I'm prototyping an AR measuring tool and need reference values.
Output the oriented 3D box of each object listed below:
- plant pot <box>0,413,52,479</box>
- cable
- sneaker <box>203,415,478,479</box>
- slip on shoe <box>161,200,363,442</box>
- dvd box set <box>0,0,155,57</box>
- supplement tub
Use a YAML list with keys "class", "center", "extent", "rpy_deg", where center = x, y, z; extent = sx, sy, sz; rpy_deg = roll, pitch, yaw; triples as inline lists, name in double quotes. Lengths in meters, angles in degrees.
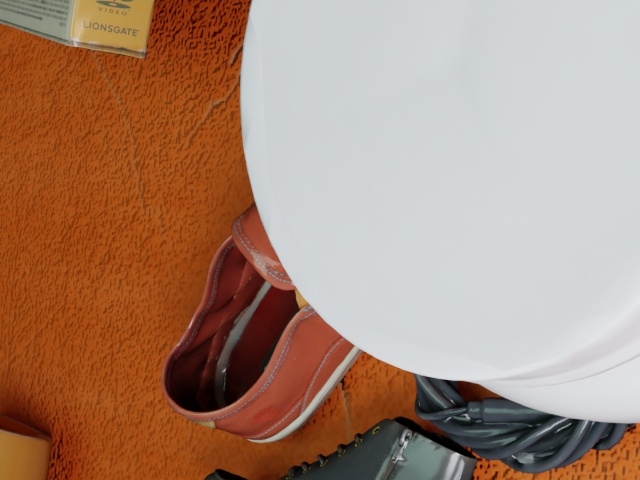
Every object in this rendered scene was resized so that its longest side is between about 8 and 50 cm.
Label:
- class: "plant pot"
  center: [-0.314, 0.231, 1.094]
  extent: [0.205, 0.205, 0.188]
  rpy_deg: [13, 82, 44]
- class: "cable"
  center: [0.124, 0.058, 0.770]
  extent: [0.184, 0.047, 0.151]
  rpy_deg: [-42, 66, 32]
- class: "sneaker"
  center: [0.011, 0.161, 0.859]
  extent: [0.222, 0.083, 0.118]
  rpy_deg: [15, 85, 45]
- class: "slip on shoe"
  center: [0.000, 0.000, 0.849]
  extent: [0.123, 0.101, 0.331]
  rpy_deg: [51, 120, 35]
- class: "dvd box set"
  center: [-0.165, -0.358, 0.986]
  extent: [0.307, 0.062, 0.421]
  rpy_deg: [25, 107, 63]
- class: "supplement tub"
  center: [0.157, -0.052, 0.535]
  extent: [0.241, 0.331, 0.241]
  rpy_deg: [-2, 87, 44]
